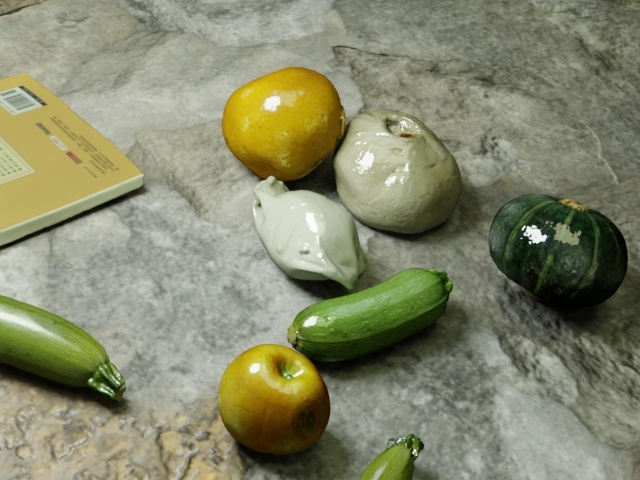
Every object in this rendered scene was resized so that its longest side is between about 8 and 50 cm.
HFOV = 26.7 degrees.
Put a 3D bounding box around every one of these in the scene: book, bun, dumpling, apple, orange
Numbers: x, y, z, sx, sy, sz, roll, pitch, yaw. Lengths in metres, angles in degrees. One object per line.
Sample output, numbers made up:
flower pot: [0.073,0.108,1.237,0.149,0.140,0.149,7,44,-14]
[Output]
book: [-0.436,-0.078,1.570,0.389,0.032,0.269,-24,50,-36]
bun: [0.094,-0.097,1.665,0.173,0.113,0.166,36,45,22]
dumpling: [0.001,0.002,1.558,0.169,0.100,0.134,23,-1,41]
apple: [-0.046,0.158,1.341,0.114,0.102,0.099,33,43,21]
orange: [-0.045,-0.143,1.666,0.155,0.134,0.154,-15,11,3]

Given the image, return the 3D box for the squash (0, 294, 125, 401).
squash: [-0.310,0.095,1.375,0.252,0.066,0.066,18,40,5]

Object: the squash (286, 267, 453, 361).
squash: [0.061,0.082,1.484,0.219,0.068,0.077,-21,45,-34]

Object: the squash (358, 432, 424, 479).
squash: [0.049,0.251,1.300,0.052,0.052,0.183,25,40,14]

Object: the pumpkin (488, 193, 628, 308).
pumpkin: [0.279,0.012,1.573,0.167,0.125,0.167,11,2,0]
